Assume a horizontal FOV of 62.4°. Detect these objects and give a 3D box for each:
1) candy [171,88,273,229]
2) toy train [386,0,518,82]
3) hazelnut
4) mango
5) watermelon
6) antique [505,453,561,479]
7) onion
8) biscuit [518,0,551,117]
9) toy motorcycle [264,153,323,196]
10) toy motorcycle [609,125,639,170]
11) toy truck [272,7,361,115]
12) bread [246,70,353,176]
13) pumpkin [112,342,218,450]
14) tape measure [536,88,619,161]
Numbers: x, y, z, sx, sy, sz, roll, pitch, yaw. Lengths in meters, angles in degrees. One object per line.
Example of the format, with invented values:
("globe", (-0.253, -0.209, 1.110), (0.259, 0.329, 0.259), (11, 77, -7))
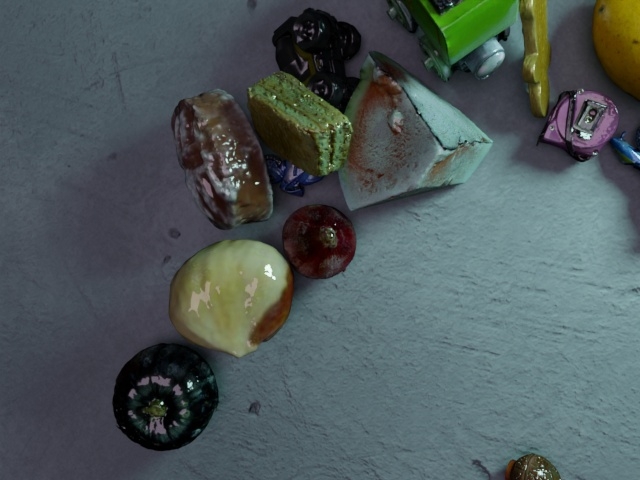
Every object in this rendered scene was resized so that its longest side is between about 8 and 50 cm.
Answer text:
("candy", (-0.205, -0.159, 1.068), (0.214, 0.157, 0.290), (-30, 84, 58))
("toy train", (0.211, -0.438, 0.926), (0.173, 0.249, 0.307), (-32, 72, 12))
("hazelnut", (-0.176, 0.121, 1.054), (0.261, 0.261, 0.241), (-17, 67, 13))
("mango", (0.591, -0.337, 0.907), (0.290, 0.160, 0.191), (43, 111, 11))
("watermelon", (0.146, -0.168, 0.975), (0.289, 0.214, 0.320), (-45, 112, 6))
("antique", (0.418, 0.468, 1.029), (0.104, 0.104, 0.104), (1, 94, 13))
("onion", (0.000, 0.000, 1.044), (0.159, 0.195, 0.160), (0, 86, -7))
("biscuit", (0.387, -0.338, 0.954), (0.035, 0.158, 0.240), (5, 122, 35))
("toy motorcycle", (-0.028, -0.159, 1.104), (0.205, 0.076, 0.114), (-23, 97, 11))
("toy motorcycle", (0.635, -0.105, 0.946), (0.135, 0.092, 0.254), (-38, 76, 22))
("toy truck", (-0.011, -0.338, 1.059), (0.165, 0.147, 0.224), (-10, 93, 36))
("bread", (-0.040, -0.210, 0.978), (0.102, 0.138, 0.196), (-41, 67, -17))
("pumpkin", (-0.341, 0.344, 1.160), (0.233, 0.163, 0.233), (0, 97, 2))
("tape measure", (0.481, -0.214, 0.979), (0.118, 0.074, 0.125), (21, 100, 10))
